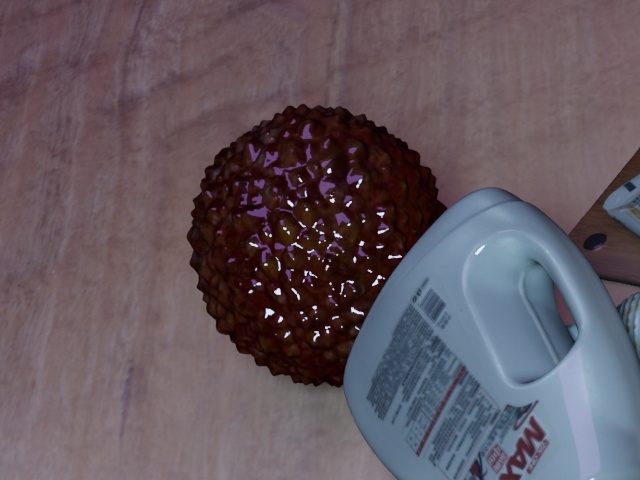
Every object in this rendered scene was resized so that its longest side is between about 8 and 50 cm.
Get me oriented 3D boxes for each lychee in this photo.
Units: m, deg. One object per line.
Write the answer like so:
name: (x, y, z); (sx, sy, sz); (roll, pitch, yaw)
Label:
lychee: (0.000, 0.000, 1.708); (0.264, 0.264, 0.300); (-22, 42, 13)

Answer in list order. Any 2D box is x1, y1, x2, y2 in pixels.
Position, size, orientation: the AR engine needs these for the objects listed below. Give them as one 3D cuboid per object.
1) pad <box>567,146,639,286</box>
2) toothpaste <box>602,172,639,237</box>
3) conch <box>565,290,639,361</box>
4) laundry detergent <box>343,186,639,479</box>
pad: (0.399, -0.049, 1.682); (0.286, 0.018, 0.284); (11, 51, 49)
toothpaste: (0.335, -0.006, 1.622); (0.067, 0.037, 0.255); (-38, 28, 2)
conch: (0.277, 0.110, 1.484); (0.153, 0.102, 0.135); (-23, 45, 57)
laundry detergent: (0.179, 0.151, 1.426); (0.264, 0.125, 0.398); (-61, 36, 18)
